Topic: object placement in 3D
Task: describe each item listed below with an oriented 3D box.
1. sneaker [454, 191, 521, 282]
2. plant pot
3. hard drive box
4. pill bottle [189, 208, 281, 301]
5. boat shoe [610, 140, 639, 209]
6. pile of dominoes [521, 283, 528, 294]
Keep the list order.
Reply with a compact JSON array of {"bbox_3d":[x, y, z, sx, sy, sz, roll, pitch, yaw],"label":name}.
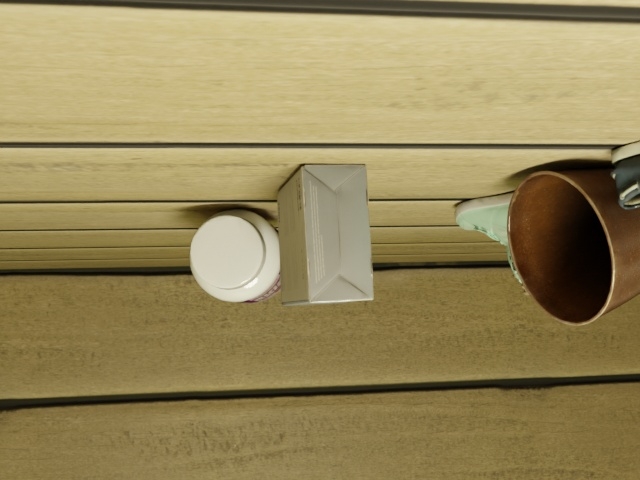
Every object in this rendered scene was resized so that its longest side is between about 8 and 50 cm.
[{"bbox_3d":[0.313,0.001,1.442,0.094,0.151,0.256,-1,176,-22],"label":"sneaker"},{"bbox_3d":[0.421,-0.016,1.175,0.231,0.215,0.215,-15,180,-22],"label":"plant pot"},{"bbox_3d":[0.000,0.000,1.183,0.089,0.181,0.232,-2,176,-12],"label":"hard drive box"},{"bbox_3d":[-0.147,0.032,1.545,0.169,0.169,0.301,-2,175,4],"label":"pill bottle"},{"bbox_3d":[0.424,-0.084,0.935,0.095,0.079,0.254,1,174,-26],"label":"boat shoe"},{"bbox_3d":[0.452,0.001,1.448,0.251,0.040,0.196,-47,-174,-15],"label":"pile of dominoes"}]
